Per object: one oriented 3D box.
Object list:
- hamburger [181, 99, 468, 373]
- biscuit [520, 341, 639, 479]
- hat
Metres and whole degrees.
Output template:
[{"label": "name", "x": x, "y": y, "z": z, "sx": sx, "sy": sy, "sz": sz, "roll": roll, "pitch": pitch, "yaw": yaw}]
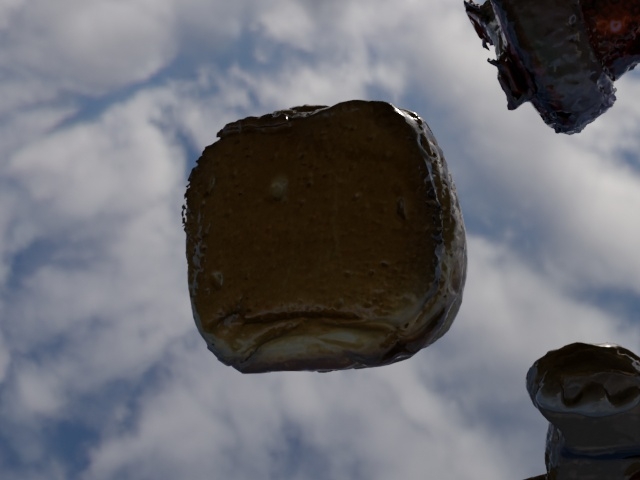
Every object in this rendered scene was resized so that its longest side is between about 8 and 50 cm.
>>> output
[{"label": "hamburger", "x": 0.006, "y": -0.004, "z": 1.286, "sx": 0.304, "sy": 0.284, "sz": 0.174, "roll": -3, "pitch": 179, "yaw": 17}, {"label": "biscuit", "x": 0.213, "y": 0.179, "z": 0.832, "sx": 0.196, "sy": 0.302, "sz": 0.049, "roll": 0, "pitch": -136, "yaw": -5}, {"label": "hat", "x": 0.195, "y": -0.153, "z": 0.702, "sx": 0.227, "sy": 0.129, "sz": 0.140, "roll": -23, "pitch": -174, "yaw": 16}]
